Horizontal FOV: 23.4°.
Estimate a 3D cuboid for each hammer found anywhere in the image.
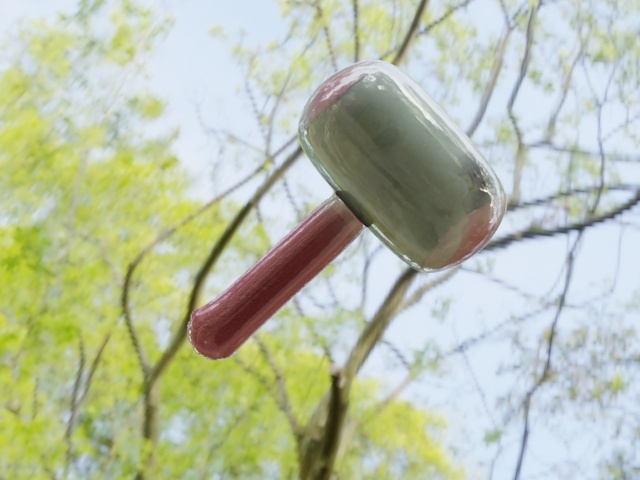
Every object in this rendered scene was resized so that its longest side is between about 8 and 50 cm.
[{"bbox_3d":[0.000,0.000,0.360,0.083,0.031,0.052,-43,-96,15],"label":"hammer"}]
